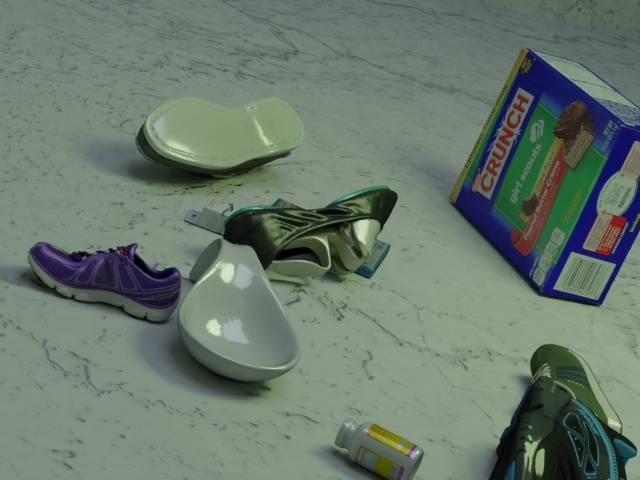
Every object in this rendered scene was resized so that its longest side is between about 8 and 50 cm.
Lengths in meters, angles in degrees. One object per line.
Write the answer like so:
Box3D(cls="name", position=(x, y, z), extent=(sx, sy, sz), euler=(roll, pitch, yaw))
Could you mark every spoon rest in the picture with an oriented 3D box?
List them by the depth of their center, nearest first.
Box3D(cls="spoon rest", position=(-0.096, 0.069, 1.802), extent=(0.137, 0.084, 0.276), euler=(15, 20, -16))

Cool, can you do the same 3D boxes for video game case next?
Box3D(cls="video game case", position=(0.004, -0.004, 2.193), extent=(0.166, 0.015, 0.119), euler=(23, 20, 6))

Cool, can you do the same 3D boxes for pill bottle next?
Box3D(cls="pill bottle", position=(0.057, 0.207, 1.646), extent=(0.083, 0.043, 0.043), euler=(26, 20, 14))

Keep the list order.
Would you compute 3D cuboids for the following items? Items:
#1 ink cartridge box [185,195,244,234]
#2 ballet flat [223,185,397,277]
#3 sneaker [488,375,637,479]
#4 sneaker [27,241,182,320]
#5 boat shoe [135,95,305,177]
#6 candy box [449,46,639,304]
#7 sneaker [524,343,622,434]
Box3D(cls="ink cartridge box", position=(-0.125, -0.030, 2.110), extent=(0.083, 0.028, 0.048), euler=(20, 19, -1))
Box3D(cls="ballet flat", position=(0.000, 0.000, 2.074), extent=(0.280, 0.095, 0.096), euler=(-12, 65, -39))
Box3D(cls="sneaker", position=(0.240, 0.236, 1.637), extent=(0.139, 0.125, 0.341), euler=(28, 23, 7))
Box3D(cls="sneaker", position=(-0.230, 0.028, 1.792), extent=(0.169, 0.071, 0.068), euler=(16, 20, -10))
Box3D(cls="boat shoe", position=(-0.146, -0.134, 2.275), extent=(0.305, 0.091, 0.109), euler=(-10, 73, -52))
Box3D(cls="candy box", position=(0.347, -0.100, 2.409), extent=(0.122, 0.268, 0.317), euler=(15, 19, -27))
Box3D(cls="sneaker", position=(0.271, 0.172, 1.917), extent=(0.086, 0.064, 0.192), euler=(16, 23, -27))
